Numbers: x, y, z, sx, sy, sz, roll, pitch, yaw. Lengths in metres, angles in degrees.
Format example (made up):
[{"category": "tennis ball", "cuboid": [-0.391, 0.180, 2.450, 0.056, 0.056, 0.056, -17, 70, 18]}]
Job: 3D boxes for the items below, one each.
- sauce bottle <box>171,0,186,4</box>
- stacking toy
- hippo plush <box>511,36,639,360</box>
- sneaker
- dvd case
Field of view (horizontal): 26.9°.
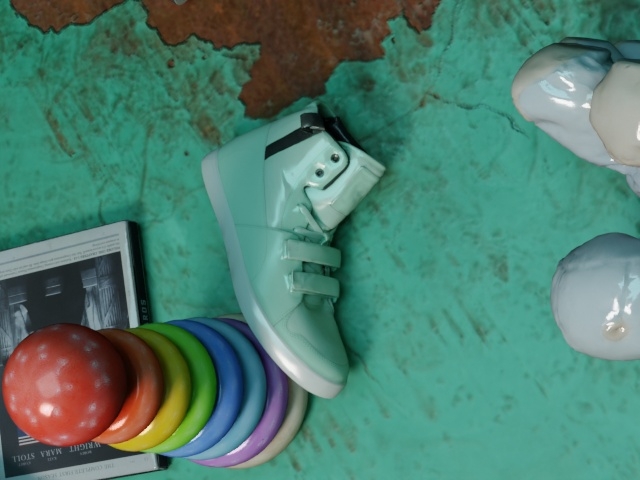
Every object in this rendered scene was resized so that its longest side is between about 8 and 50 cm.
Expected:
[{"category": "sauce bottle", "cuboid": [-0.180, -0.268, 1.308, 0.128, 0.042, 0.042, 34, 97, 21]}, {"category": "stacking toy", "cuboid": [-0.132, 0.120, 1.081, 0.141, 0.330, 0.141, -3, 83, 22]}, {"category": "hippo plush", "cuboid": [0.273, -0.025, 1.031, 0.294, 0.234, 0.236, 1, 105, -18]}, {"category": "sneaker", "cuboid": [0.000, 0.000, 1.166, 0.151, 0.094, 0.256, -30, 71, 23]}, {"category": "dvd case", "cuboid": [-0.242, 0.115, 1.293, 0.179, 0.029, 0.238, -13, 78, 21]}]
